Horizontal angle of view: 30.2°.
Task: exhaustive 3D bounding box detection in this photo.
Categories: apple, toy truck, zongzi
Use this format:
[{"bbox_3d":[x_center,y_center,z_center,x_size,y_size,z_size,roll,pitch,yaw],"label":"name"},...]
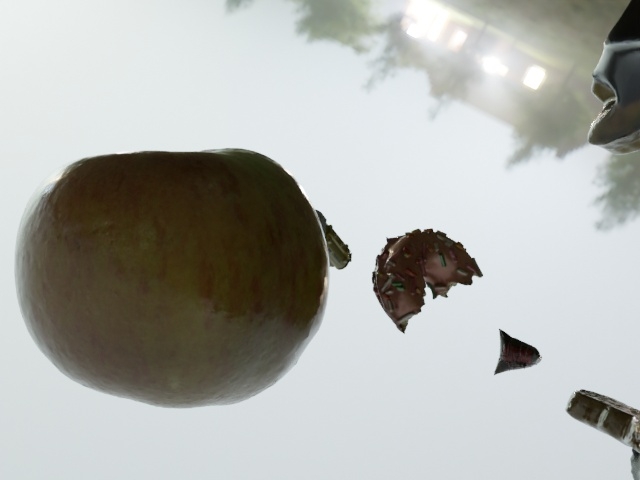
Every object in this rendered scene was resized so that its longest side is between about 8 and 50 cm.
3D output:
[{"bbox_3d":[-0.186,0.051,1.506,0.401,0.333,0.400,-7,-179,0],"label":"apple"},{"bbox_3d":[0.000,0.000,1.910,0.123,0.063,0.052,52,-148,-42],"label":"toy truck"},{"bbox_3d":[0.314,0.196,1.944,0.083,0.073,0.067,27,-177,14],"label":"zongzi"}]

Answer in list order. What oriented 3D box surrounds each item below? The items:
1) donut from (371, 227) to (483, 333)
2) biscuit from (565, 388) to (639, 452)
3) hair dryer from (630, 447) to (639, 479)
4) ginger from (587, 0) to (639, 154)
[{"bbox_3d":[0.129,0.035,1.526,0.117,0.065,0.166,53,-135,3],"label":"donut"},{"bbox_3d":[0.380,0.217,1.214,0.183,0.047,0.320,20,-179,-45],"label":"biscuit"},{"bbox_3d":[0.610,0.227,1.666,0.313,0.340,0.123,6,-169,-11],"label":"hair dryer"},{"bbox_3d":[0.450,-0.218,1.063,0.211,0.413,0.358,46,-134,-20],"label":"ginger"}]
